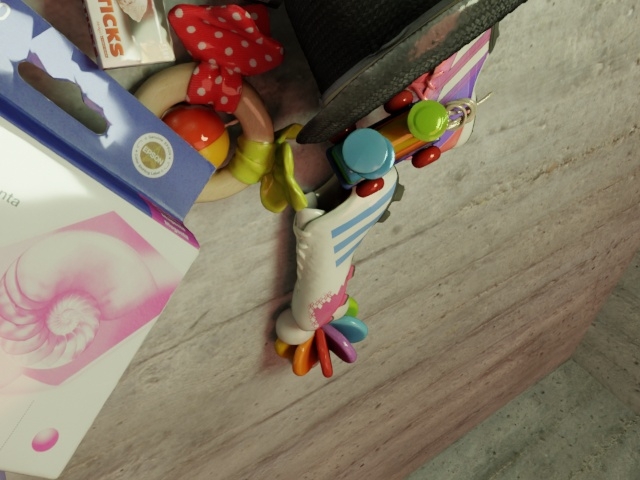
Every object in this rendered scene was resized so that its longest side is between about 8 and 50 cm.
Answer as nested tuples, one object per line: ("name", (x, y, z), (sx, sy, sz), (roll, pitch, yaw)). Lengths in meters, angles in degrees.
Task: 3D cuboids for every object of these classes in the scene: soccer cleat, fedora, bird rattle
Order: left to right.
("bird rattle", (-0.115, -0.126, 0.562), (0.207, 0.143, 0.253), (-24, 139, 1))
("soccer cleat", (0.000, 0.000, 0.814), (0.143, 0.116, 0.331), (13, 115, -30))
("fedora", (0.067, -0.236, 0.510), (0.334, 0.334, 0.152), (-37, 100, -9))
("soccer cleat", (0.166, -0.247, 0.718), (0.116, 0.108, 0.318), (-26, 142, -16))

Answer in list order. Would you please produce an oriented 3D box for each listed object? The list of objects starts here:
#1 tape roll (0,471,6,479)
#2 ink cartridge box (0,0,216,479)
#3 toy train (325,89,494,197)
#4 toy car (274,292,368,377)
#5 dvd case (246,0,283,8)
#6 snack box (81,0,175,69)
("tape roll", (-0.408, 0.190, 0.463), (0.090, 0.275, 0.275), (-31, 141, -19))
("ink cartridge box", (-0.254, -0.012, 0.384), (0.324, 0.071, 0.330), (41, 73, -44))
("toy train", (0.129, -0.148, 0.642), (0.248, 0.105, 0.143), (-28, -175, 2))
("toy car", (0.010, 0.185, 0.961), (0.182, 0.136, 0.159), (-32, 141, -15))
("dvd case", (-0.048, -0.296, 0.440), (0.164, 0.018, 0.221), (-5, 165, -40))
("snack box", (-0.172, -0.238, 0.420), (0.064, 0.022, 0.178), (-19, 111, -29))
